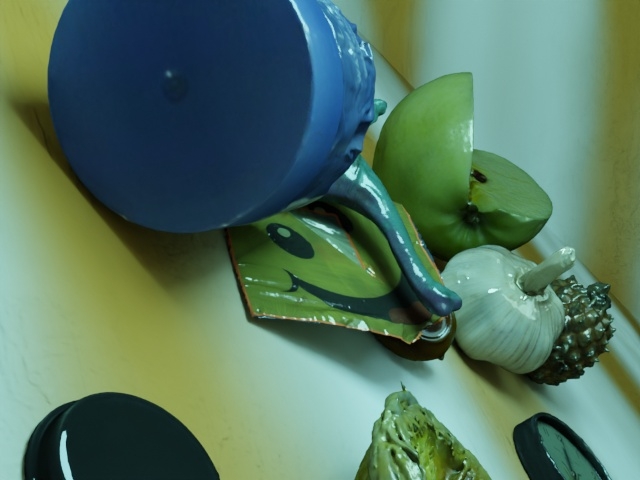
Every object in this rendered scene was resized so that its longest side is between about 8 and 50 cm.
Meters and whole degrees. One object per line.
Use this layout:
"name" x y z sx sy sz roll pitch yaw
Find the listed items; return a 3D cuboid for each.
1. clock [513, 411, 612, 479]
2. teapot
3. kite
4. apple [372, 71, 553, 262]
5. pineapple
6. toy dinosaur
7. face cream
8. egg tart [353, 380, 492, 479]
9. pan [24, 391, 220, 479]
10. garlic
"clock" 0.326 0.305 1.066 0.184 0.040 0.184 40 21 -19
"teapot" 0.108 0.096 0.982 0.129 0.078 0.098 33 64 -14
"kite" 0.001 -0.002 0.929 0.327 0.013 0.377 38 32 15
"apple" 0.206 -0.095 1.312 0.295 0.233 0.258 48 29 -27
"pineapple" 0.381 0.133 1.285 0.166 0.193 0.166 32 24 -16
"toy dinosaur" -0.035 -0.073 0.922 0.383 0.129 0.331 14 40 -19
"face cream" -0.088 -0.139 0.771 0.249 0.249 0.225 49 17 5
"egg tart" 0.088 0.236 0.644 0.232 0.098 0.252 36 25 -45
"pan" -0.075 0.173 0.519 0.235 0.028 0.136 37 23 -26
"garlic" 0.271 0.061 1.136 0.199 0.226 0.199 14 50 -18
